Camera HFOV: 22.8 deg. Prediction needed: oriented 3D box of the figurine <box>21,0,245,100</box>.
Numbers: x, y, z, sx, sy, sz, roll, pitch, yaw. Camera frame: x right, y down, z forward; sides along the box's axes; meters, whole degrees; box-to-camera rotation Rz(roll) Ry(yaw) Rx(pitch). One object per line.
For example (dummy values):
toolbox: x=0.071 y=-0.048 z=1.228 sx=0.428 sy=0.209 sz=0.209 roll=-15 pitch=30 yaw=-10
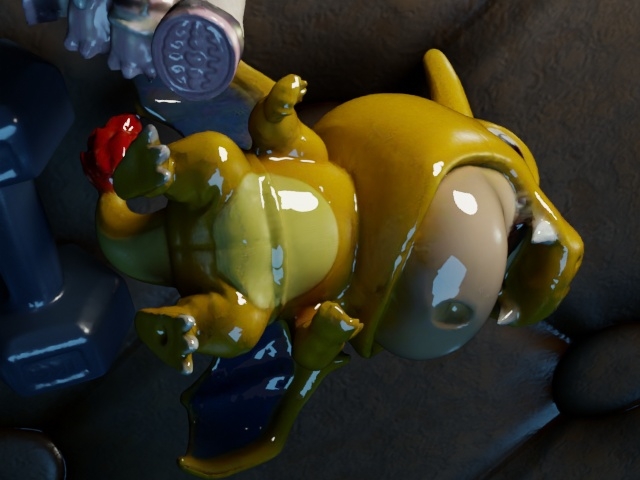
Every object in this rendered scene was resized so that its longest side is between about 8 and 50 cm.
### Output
figurine: x=-0.158 y=-0.299 z=1.176 sx=0.253 sy=0.211 sz=0.361 roll=14 pitch=142 yaw=27

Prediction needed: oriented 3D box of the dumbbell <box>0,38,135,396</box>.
dumbbell: x=-0.272 y=-0.015 z=1.412 sx=0.144 sy=0.160 sz=0.325 roll=7 pitch=133 yaw=18

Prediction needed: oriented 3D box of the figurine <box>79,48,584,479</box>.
figurine: x=-0.004 y=-0.037 z=1.356 sx=0.387 sy=0.401 sz=0.268 roll=-10 pitch=166 yaw=-33
